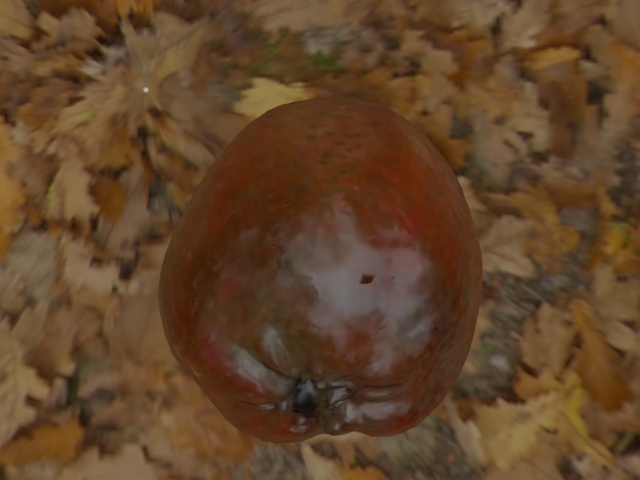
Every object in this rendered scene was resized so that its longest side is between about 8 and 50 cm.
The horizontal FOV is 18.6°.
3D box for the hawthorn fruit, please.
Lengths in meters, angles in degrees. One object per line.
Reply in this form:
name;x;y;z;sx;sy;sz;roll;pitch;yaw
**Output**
hawthorn fruit;0.000;0.000;1.282;0.211;0.262;0.210;-1;139;-1
